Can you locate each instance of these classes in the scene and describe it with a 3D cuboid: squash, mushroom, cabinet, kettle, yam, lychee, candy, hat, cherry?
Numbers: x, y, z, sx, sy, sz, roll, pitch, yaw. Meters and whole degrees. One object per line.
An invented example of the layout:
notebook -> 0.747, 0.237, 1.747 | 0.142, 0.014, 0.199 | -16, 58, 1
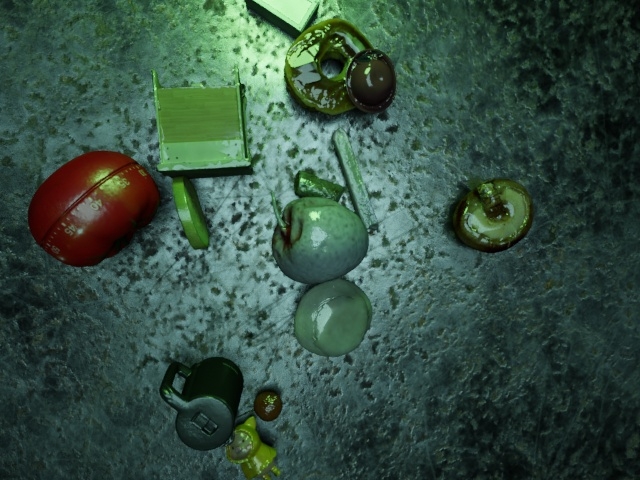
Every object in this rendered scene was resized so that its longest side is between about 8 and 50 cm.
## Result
squash -> -0.427, -0.092, 1.430 | 0.049, 0.252, 0.252 | -15, 95, -6
mushroom -> 0.623, -0.096, 1.585 | 0.297, 0.163, 0.278 | -28, 104, -3
cabinet -> -0.381, -0.378, 1.432 | 0.290, 0.227, 0.318 | -5, 92, -5
kettle -> -0.377, 0.509, 1.445 | 0.203, 0.308, 0.262 | -21, 96, -5
yam -> -0.010, -0.176, 1.545 | 0.183, 0.107, 0.107 | 23, 91, -5
lychee -> -0.202, 0.601, 1.576 | 0.114, 0.140, 0.101 | 36, 52, -43
candy -> 0.037, 0.269, 1.534 | 0.295, 0.185, 0.295 | 0, 91, -20
hat -> 0.177, -0.524, 1.430 | 0.205, 0.089, 0.205 | -5, 105, -19
cherry -> 0.005, -0.006, 1.447 | 0.335, 0.326, 0.291 | -4, 65, -7

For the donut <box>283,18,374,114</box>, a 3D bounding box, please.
donut -> 0.031, -0.592, 1.502 | 0.330, 0.160, 0.330 | -3, 100, -16

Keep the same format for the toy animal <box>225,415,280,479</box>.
toy animal -> -0.243, 0.767, 1.567 | 0.156, 0.156, 0.230 | -37, 86, -2

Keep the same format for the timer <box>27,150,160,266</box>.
timer -> -0.691, -0.102, 1.338 | 0.378, 0.378, 0.279 | -43, 102, -2

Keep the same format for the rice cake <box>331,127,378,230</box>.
rice cake -> 0.123, -0.214, 1.569 | 0.064, 0.070, 0.399 | -20, 95, 0

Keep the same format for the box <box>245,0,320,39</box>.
box -> -0.131, -0.819, 1.496 | 0.225, 0.086, 0.129 | 31, 90, -6
